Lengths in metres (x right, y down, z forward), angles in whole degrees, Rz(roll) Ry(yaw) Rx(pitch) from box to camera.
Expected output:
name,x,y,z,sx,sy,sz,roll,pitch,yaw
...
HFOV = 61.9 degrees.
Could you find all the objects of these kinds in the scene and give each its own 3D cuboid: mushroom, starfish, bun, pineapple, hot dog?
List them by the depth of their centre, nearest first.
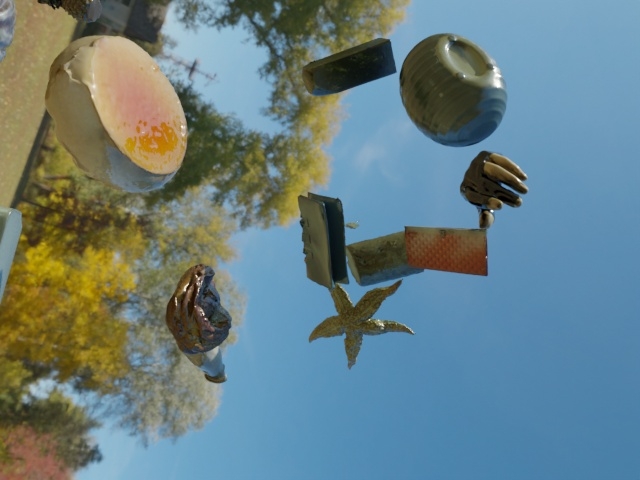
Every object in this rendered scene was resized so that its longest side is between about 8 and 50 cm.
name,x,y,z,sx,sy,sz,roll,pitch,yaw
bun,-0.402,-0.231,1.020,0.164,0.299,0.299,-16,-128,21
hot dog,-0.275,0.148,1.245,0.114,0.175,0.259,-21,-163,2
pineapple,-0.595,-0.563,1.246,0.074,0.159,0.074,22,90,-85
starfish,0.113,0.256,1.620,0.078,0.346,0.358,-49,138,-64
mushroom,-0.349,0.369,1.672,0.116,0.225,0.093,-1,-128,26

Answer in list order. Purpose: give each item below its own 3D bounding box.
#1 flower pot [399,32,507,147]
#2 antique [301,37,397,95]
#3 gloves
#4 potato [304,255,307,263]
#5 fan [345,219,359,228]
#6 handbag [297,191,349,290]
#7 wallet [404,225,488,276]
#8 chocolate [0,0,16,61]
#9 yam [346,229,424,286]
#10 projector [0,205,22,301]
name,x,y,z,sx,sy,sz,roll,pitch,yaw
flower pot,0.255,-0.294,1.040,0.157,0.189,0.243,107,-38,-57
antique,0.065,-0.412,1.283,0.081,0.220,0.080,-125,-165,-61
gloves,0.466,-0.141,1.472,0.301,0.152,0.197,-102,-161,-68
potato,-0.030,0.067,2.158,0.083,0.051,0.040,-40,-106,22
fan,0.133,-0.065,2.112,0.055,0.083,0.004,16,-59,33
handbag,0.000,0.000,1.291,0.144,0.057,0.221,21,-57,53
wallet,0.276,0.020,1.185,0.196,0.020,0.103,5,-71,40
chocolate,-0.711,-0.448,1.012,0.212,0.303,0.304,-13,-123,27
yam,0.222,0.057,1.773,0.161,0.267,0.161,167,-90,-89
projector,-0.757,0.036,1.099,0.108,0.198,0.251,158,-57,-75
